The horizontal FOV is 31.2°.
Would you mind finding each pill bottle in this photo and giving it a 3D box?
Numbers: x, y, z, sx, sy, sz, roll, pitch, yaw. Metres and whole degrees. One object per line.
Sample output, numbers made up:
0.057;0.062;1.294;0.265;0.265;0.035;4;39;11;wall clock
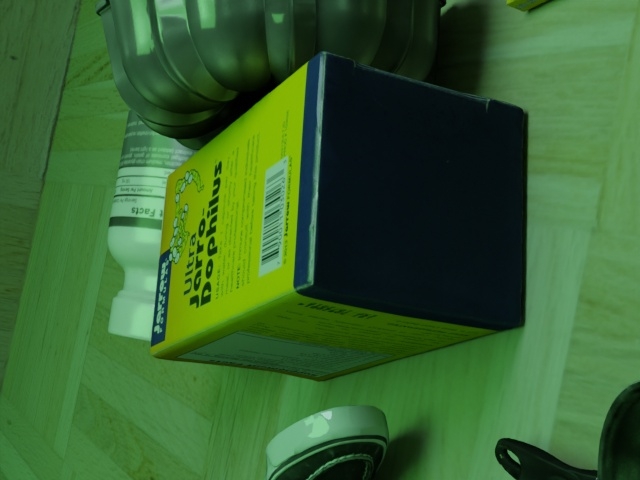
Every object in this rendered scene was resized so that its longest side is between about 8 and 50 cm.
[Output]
-0.129;-0.058;1.317;0.210;0.210;0.363;-2;78;64;pill bottle

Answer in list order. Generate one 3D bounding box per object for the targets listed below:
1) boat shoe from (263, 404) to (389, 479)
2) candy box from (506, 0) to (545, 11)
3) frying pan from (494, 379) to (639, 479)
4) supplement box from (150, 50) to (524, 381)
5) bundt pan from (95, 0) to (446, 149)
-0.012;0.259;1.051;0.306;0.113;0.105;-56;40;44;boat shoe
0.202;-0.302;0.948;0.105;0.027;0.206;164;116;-65;candy box
0.201;0.192;0.695;0.326;0.053;0.197;119;140;-70;frying pan
0.000;0.000;1.037;0.356;0.194;0.195;-27;56;59;supplement box
-0.039;-0.166;1.059;0.331;0.330;0.124;-28;64;58;bundt pan
